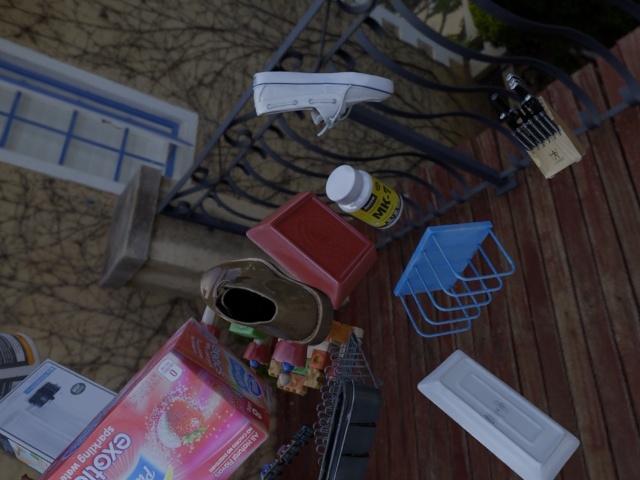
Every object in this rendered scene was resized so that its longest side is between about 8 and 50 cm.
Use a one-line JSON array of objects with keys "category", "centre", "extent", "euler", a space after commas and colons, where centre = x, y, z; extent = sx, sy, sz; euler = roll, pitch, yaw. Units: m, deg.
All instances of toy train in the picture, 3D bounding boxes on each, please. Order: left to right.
[{"category": "toy train", "centre": [-0.067, 0.421, 1.048], "extent": [0.036, 0.158, 0.027], "euler": [19, 126, 29]}]

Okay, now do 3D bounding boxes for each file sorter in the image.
[{"category": "file sorter", "centre": [0.215, 0.067, 0.863], "extent": [0.170, 0.118, 0.105], "euler": [108, 149, -47]}]

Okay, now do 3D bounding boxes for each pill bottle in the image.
[{"category": "pill bottle", "centre": [-0.712, 0.268, 1.027], "extent": [0.162, 0.278, 0.162], "euler": [-3, 84, 28]}, {"category": "pill bottle", "centre": [0.119, -0.117, 1.425], "extent": [0.119, 0.208, 0.119], "euler": [-20, 60, 38]}]

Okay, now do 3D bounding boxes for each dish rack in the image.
[{"category": "dish rack", "centre": [0.035, 0.278, 0.886], "extent": [0.271, 0.074, 0.208], "euler": [-111, 32, -74]}]

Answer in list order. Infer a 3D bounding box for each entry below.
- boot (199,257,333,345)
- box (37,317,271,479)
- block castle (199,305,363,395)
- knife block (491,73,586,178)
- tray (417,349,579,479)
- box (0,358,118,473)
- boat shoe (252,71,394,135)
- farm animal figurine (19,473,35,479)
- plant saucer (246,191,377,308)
[{"category": "boot", "centre": [-0.120, 0.078, 0.798], "extent": [0.305, 0.115, 0.112], "euler": [9, 84, 50]}, {"category": "box", "centre": [-0.213, 0.264, 0.645], "extent": [0.300, 0.154, 0.142], "euler": [-45, 8, 3]}, {"category": "block castle", "centre": [-0.127, 0.300, 1.496], "extent": [0.453, 0.303, 0.213], "euler": [0, 67, 44]}, {"category": "knife block", "centre": [0.503, -0.270, 1.229], "extent": [0.088, 0.275, 0.242], "euler": [-35, 84, 32]}, {"category": "tray", "centre": [0.325, 0.311, 0.972], "extent": [0.270, 0.145, 0.030], "euler": [37, 139, 31]}, {"category": "box", "centre": [-0.464, 0.362, 1.011], "extent": [0.169, 0.289, 0.087], "euler": [-50, -25, -47]}, {"category": "boat shoe", "centre": [0.009, -0.350, 1.379], "extent": [0.136, 0.366, 0.157], "euler": [-143, 53, -81]}, {"category": "farm animal figurine", "centre": [-0.593, 0.573, 1.367], "extent": [0.172, 0.330, 0.327], "euler": [35, 112, 14]}, {"category": "plant saucer", "centre": [0.000, 0.000, 1.216], "extent": [0.048, 0.258, 0.259], "euler": [-53, -6, 36]}]
